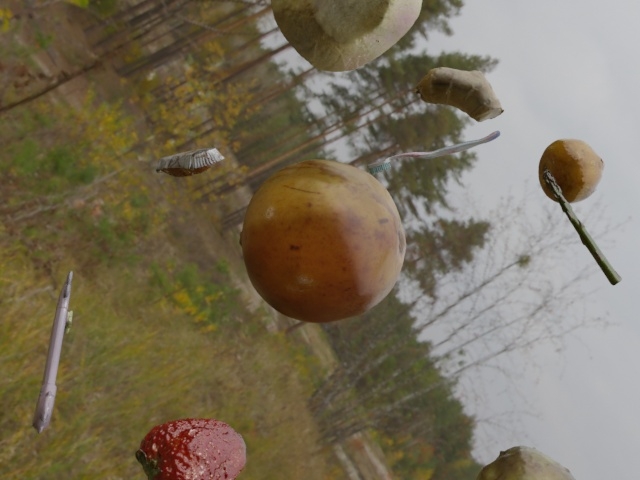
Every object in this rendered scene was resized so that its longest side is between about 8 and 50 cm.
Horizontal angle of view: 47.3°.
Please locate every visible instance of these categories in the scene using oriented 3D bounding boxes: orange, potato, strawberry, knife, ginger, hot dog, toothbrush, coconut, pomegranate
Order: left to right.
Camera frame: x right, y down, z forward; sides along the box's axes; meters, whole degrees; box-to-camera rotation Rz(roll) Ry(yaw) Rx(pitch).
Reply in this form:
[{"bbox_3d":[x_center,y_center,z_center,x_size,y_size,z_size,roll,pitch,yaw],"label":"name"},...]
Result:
[{"bbox_3d":[-0.547,0.229,1.517,0.398,0.038,0.132,-100,-150,-49],"label":"knife"},{"bbox_3d":[-0.284,-0.168,1.596,0.192,0.099,0.053,0,-69,43],"label":"hot dog"},{"bbox_3d":[-0.328,0.586,1.927,0.257,0.277,0.257,161,-90,-74],"label":"strawberry"},{"bbox_3d":[0.000,0.000,1.126,0.264,0.264,0.264,62,1,-3],"label":"pomegranate"},{"bbox_3d":[0.038,-0.406,1.179,0.259,0.259,0.259,62,1,-3],"label":"coconut"},{"bbox_3d":[0.225,-0.176,1.456,0.021,0.269,0.027,-86,160,-66],"label":"toothbrush"},{"bbox_3d":[0.287,-0.303,1.503,0.069,0.190,0.095,-53,156,-58],"label":"ginger"},{"bbox_3d":[0.395,0.535,1.392,0.237,0.301,0.288,57,-48,45],"label":"potato"},{"bbox_3d":[0.572,-0.158,1.669,0.155,0.134,0.154,-178,-90,-87],"label":"orange"}]

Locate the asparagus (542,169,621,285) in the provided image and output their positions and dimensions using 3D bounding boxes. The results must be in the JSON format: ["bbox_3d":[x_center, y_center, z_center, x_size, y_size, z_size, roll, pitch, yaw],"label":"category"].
[{"bbox_3d":[0.472,-0.027,1.337,0.248,0.024,0.025,62,-3,19],"label":"asparagus"}]
